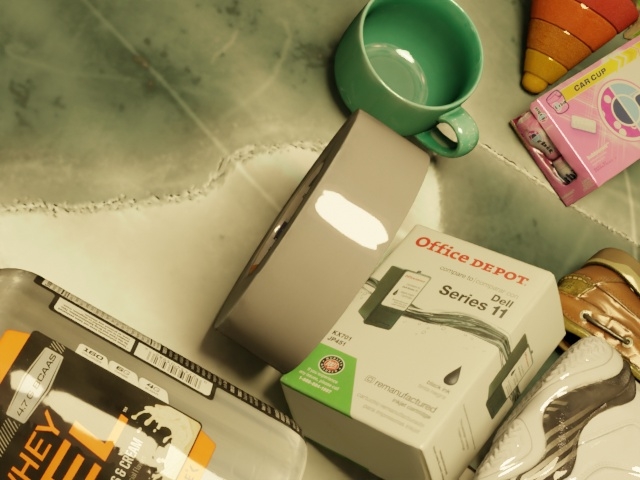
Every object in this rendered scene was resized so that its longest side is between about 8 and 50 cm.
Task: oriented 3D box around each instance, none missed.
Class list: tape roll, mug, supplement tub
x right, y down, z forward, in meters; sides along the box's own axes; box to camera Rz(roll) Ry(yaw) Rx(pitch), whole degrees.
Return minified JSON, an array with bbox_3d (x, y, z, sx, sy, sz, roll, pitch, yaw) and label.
[{"bbox_3d":[0.000,0.000,0.998,0.072,0.219,0.219,34,63,-5],"label":"tape roll"},{"bbox_3d":[0.079,-0.153,1.151,0.129,0.097,0.157,7,70,-20],"label":"mug"},{"bbox_3d":[-0.186,0.148,0.888,0.316,0.193,0.193,30,64,-8],"label":"supplement tub"}]

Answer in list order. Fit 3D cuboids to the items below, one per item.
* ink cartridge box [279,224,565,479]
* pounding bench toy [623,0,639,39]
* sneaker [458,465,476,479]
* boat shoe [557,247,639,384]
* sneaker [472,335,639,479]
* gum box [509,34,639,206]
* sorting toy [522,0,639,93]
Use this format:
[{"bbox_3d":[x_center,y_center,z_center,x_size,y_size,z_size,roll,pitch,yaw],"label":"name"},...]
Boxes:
[{"bbox_3d":[0.091,0.099,1.034,0.153,0.087,0.208,21,55,34],"label":"ink cartridge box"},{"bbox_3d":[0.384,-0.255,1.332,0.083,0.052,0.065,10,68,-18],"label":"pounding bench toy"},{"bbox_3d":[0.148,0.315,1.022,0.281,0.106,0.162,35,68,5],"label":"sneaker"},{"bbox_3d":[0.328,0.156,1.143,0.104,0.111,0.307,-35,77,-24],"label":"boat shoe"},{"bbox_3d":[0.184,0.262,0.916,0.210,0.137,0.366,37,68,9],"label":"sneaker"},{"bbox_3d":[0.294,-0.125,1.245,0.188,0.062,0.107,-32,85,-28],"label":"gum box"},{"bbox_3d":[0.140,-0.268,1.234,0.365,0.127,0.126,29,93,-7],"label":"sorting toy"}]
